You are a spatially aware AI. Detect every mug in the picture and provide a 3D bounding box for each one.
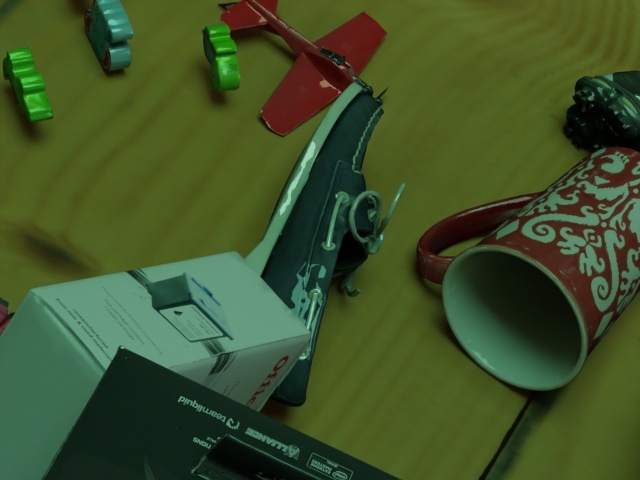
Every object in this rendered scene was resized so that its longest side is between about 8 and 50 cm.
[{"bbox_3d":[0.163,0.001,1.383,0.150,0.113,0.169,40,49,12],"label":"mug"}]

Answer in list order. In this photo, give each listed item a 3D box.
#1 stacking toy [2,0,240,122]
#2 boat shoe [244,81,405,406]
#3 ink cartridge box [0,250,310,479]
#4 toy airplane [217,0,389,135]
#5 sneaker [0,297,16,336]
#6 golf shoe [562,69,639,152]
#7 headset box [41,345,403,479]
[{"bbox_3d":[-0.170,-0.180,1.457,0.167,0.052,0.221,-12,60,-24],"label":"stacking toy"},{"bbox_3d":[0.000,0.000,1.338,0.079,0.095,0.254,23,51,2],"label":"boat shoe"},{"bbox_3d":[-0.115,0.090,1.158,0.082,0.139,0.191,46,28,19],"label":"ink cartridge box"},{"bbox_3d":[-0.013,-0.146,1.491,0.151,0.028,0.151,8,52,-11],"label":"toy airplane"},{"bbox_3d":[-0.302,0.046,1.147,0.299,0.121,0.112,28,51,-22],"label":"sneaker"},{"bbox_3d":[0.277,-0.060,1.488,0.094,0.077,0.198,-25,66,-32],"label":"golf shoe"},{"bbox_3d":[-0.050,0.199,1.037,0.218,0.293,0.110,25,50,3],"label":"headset box"}]
